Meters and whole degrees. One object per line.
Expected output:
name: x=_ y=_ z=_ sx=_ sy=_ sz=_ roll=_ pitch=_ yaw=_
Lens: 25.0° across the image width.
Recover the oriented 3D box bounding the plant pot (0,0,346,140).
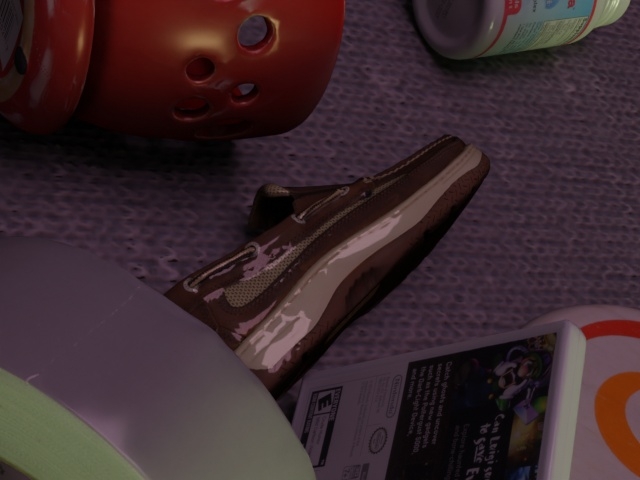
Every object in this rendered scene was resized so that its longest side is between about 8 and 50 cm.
plant pot: x=-0.101 y=-0.149 z=0.815 sx=0.174 sy=0.191 sz=0.191 roll=-6 pitch=62 yaw=-31

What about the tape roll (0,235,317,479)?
tape roll: x=-0.108 y=0.108 z=0.611 sx=0.219 sy=0.219 sz=0.072 roll=41 pitch=46 yaw=1

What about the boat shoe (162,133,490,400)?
boat shoe: x=0.003 y=-0.005 z=0.842 sx=0.095 sy=0.095 sz=0.257 roll=41 pitch=48 yaw=9

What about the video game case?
video game case: x=0.042 y=0.137 z=0.705 sx=0.022 sy=0.173 sz=0.190 roll=42 pitch=48 yaw=-35

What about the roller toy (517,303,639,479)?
roller toy: x=0.153 y=0.146 z=0.788 sx=0.209 sy=0.146 sz=0.191 roll=-4 pitch=51 yaw=-30

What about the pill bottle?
pill bottle: x=0.152 y=-0.183 z=1.055 sx=0.160 sy=0.087 sz=0.087 roll=-14 pitch=67 yaw=-36
